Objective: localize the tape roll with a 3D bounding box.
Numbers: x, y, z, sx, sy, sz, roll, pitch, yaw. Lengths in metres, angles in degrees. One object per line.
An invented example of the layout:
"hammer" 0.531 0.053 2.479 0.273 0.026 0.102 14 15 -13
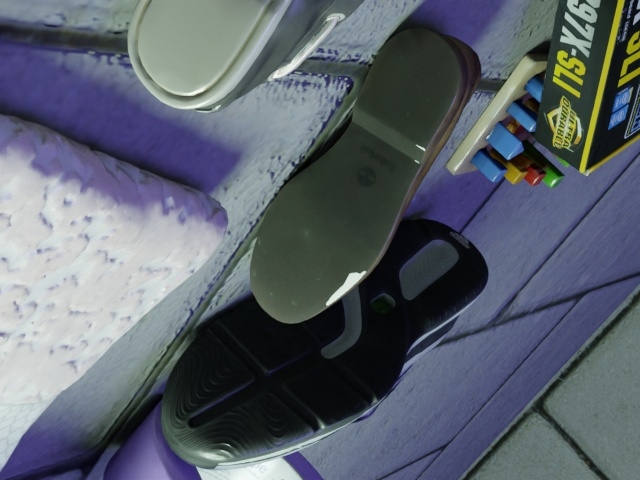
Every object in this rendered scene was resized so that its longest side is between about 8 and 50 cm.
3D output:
"tape roll" -0.088 0.285 1.159 0.090 0.275 0.275 -50 159 15

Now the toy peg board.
"toy peg board" 0.249 -0.125 1.259 0.160 0.079 0.161 -15 145 -52

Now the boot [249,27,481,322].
"boot" 0.048 -0.050 1.011 0.305 0.112 0.115 -55 164 21

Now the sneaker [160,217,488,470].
"sneaker" -0.003 0.167 1.237 0.447 0.169 0.257 -29 153 -40

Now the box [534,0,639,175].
"box" 0.340 -0.252 1.100 0.257 0.079 0.322 -31 144 -26

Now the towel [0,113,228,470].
"towel" -0.238 0.062 0.772 0.317 0.053 0.332 -47 160 8

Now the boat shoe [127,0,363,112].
"boat shoe" 0.014 -0.210 0.644 0.335 0.112 0.095 -46 172 21
